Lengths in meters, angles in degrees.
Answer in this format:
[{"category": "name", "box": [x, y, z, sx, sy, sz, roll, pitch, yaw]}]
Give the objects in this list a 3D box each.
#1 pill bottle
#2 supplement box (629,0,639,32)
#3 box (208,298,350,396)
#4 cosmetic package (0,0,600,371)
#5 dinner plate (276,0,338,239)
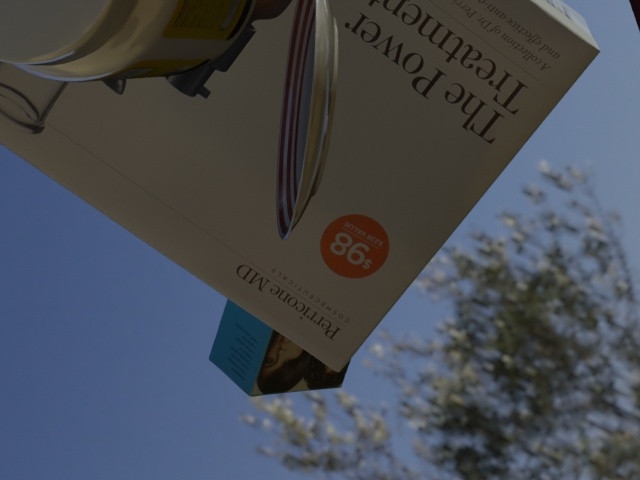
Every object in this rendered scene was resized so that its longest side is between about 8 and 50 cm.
[{"category": "pill bottle", "box": [-0.112, -0.141, 0.823, 0.208, 0.119, 0.119, -28, -39, -76]}, {"category": "supplement box", "box": [0.199, -0.154, 0.766, 0.081, 0.104, 0.188, -45, -43, -12]}, {"category": "box", "box": [0.000, 0.000, 1.241, 0.101, 0.060, 0.244, -2, -62, -42]}, {"category": "cosmetic package", "box": [-0.054, -0.133, 1.053, 0.284, 0.377, 0.097, -52, 11, 19]}, {"category": "dinner plate", "box": [-0.007, -0.070, 0.820, 0.141, 0.017, 0.141, -173, 90, -82]}]
